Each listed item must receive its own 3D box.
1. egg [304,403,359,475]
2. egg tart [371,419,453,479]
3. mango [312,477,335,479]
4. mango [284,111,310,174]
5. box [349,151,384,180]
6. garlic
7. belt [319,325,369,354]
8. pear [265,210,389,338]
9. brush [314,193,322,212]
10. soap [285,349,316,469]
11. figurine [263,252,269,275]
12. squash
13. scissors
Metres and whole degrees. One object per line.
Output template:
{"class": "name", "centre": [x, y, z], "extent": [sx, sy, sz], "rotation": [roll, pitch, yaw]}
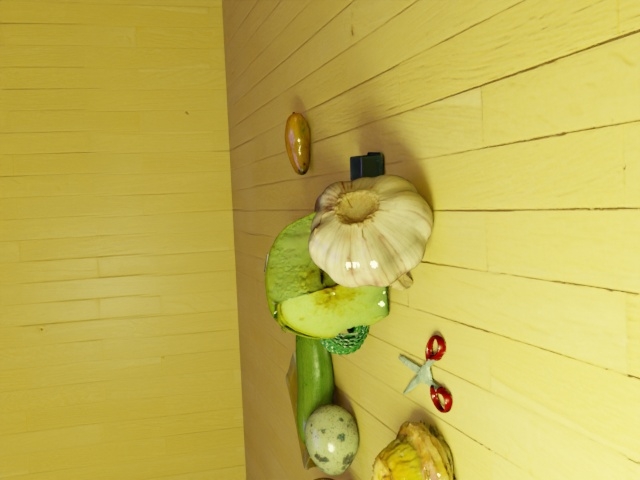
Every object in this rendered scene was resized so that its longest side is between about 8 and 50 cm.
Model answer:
{"class": "egg", "centre": [0.030, 0.511, 1.944], "extent": [0.141, 0.141, 0.182], "rotation": [116, 149, -61]}
{"class": "egg tart", "centre": [0.178, 0.495, 1.472], "extent": [0.288, 0.118, 0.288], "rotation": [172, 90, -75]}
{"class": "mango", "centre": [0.047, 0.754, 1.856], "extent": [0.384, 0.199, 0.221], "rotation": [53, 138, 43]}
{"class": "mango", "centre": [-0.066, -0.289, 2.254], "extent": [0.098, 0.075, 0.190], "rotation": [-159, 59, -82]}
{"class": "box", "centre": [0.102, -0.161, 1.699], "extent": [0.099, 0.054, 0.074], "rotation": [-158, 64, -73]}
{"class": "garlic", "centre": [0.117, 0.011, 1.479], "extent": [0.253, 0.245, 0.245], "rotation": [56, -172, -41]}
{"class": "belt", "centre": [0.054, 0.196, 1.826], "extent": [0.079, 0.121, 0.151], "rotation": [107, 160, -56]}
{"class": "pear", "centre": [0.012, 0.067, 1.722], "extent": [0.176, 0.286, 0.282], "rotation": [75, 178, -47]}
{"class": "brush", "centre": [0.000, 0.000, 2.104], "extent": [0.065, 0.070, 0.327], "rotation": [53, 147, 33]}
{"class": "soap", "centre": [-0.025, 0.496, 2.247], "extent": [0.199, 0.091, 0.315], "rotation": [108, 153, -51]}
{"class": "figurine", "centre": [-0.029, 0.103, 2.022], "extent": [0.143, 0.308, 0.308], "rotation": [-55, 2, -22]}
{"class": "squash", "centre": [-0.016, 0.407, 2.118], "extent": [0.107, 0.107, 0.395], "rotation": [110, 161, -56]}
{"class": "scissors", "centre": [0.202, 0.267, 1.506], "extent": [0.247, 0.017, 0.144], "rotation": [141, 124, -73]}
